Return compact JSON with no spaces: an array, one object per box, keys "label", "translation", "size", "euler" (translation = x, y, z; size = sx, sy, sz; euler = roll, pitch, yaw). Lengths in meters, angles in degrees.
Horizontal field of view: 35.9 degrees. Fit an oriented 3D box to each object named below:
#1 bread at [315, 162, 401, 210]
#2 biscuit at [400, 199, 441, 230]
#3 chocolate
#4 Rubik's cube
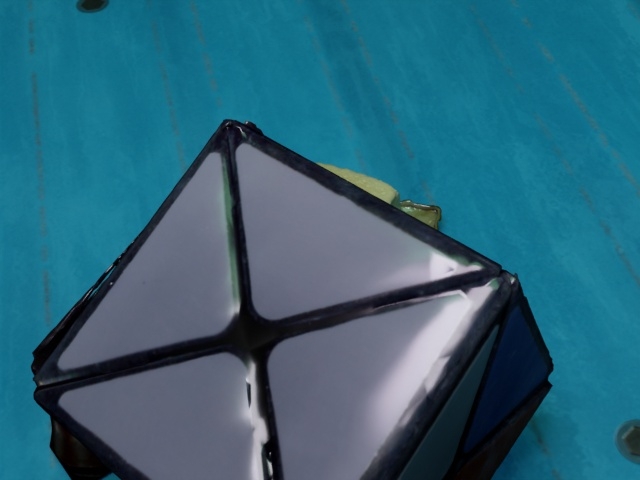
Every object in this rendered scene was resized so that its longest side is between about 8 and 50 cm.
[{"label":"bread","translation":[0.004,-0.002,1.148],"size":[0.125,0.068,0.188],"euler":[20,55,19]},{"label":"biscuit","translation":[0.000,0.000,1.216],"size":[0.273,0.036,0.187],"euler":[16,49,17]},{"label":"chocolate","translation":[-0.233,0.170,1.041],"size":[0.125,0.080,0.149],"euler":[-10,45,-5]},{"label":"Rubik's cube","translation":[-0.011,0.124,0.865],"size":[0.310,0.305,0.307],"euler":[33,82,27]}]
